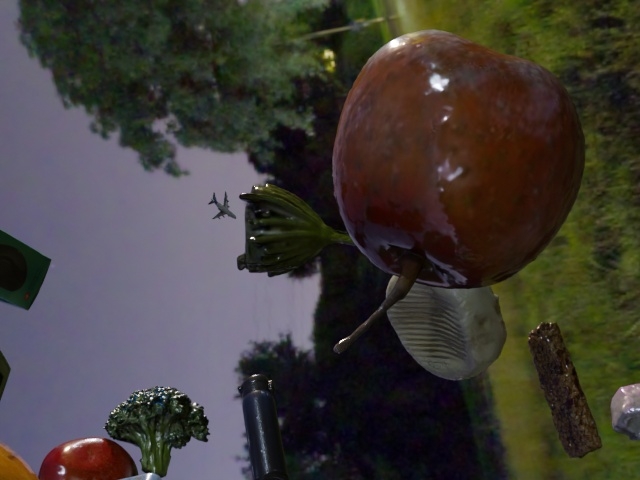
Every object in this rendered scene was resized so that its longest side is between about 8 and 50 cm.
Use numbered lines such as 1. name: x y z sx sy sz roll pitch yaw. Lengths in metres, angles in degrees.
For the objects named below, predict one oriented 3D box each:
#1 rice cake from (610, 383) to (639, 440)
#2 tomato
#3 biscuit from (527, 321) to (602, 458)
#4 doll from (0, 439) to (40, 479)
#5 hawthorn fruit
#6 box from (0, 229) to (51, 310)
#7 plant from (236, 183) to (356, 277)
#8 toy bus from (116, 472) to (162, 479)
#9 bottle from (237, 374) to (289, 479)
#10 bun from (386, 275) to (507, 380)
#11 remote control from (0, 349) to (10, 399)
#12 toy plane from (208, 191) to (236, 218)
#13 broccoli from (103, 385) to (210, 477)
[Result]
1. rice cake: 0.567 0.191 0.981 0.073 0.364 0.056 -70 -42 -64
2. tomato: -0.412 0.423 1.274 0.151 0.187 0.187 59 177 18
3. biscuit: 0.360 0.220 1.108 0.064 0.034 0.199 121 139 -56
4. doll: -0.381 0.295 0.708 0.236 0.213 0.213 -57 -23 -22
5. hawthorn fruit: 0.127 -0.061 0.702 0.231 0.235 0.263 -103 16 -69
6. box: -0.670 0.017 1.355 0.311 0.205 0.118 62 -137 -67
7. plant: 0.002 -0.035 1.393 0.251 0.333 0.180 -20 -80 -76
8. toy bus: -0.177 0.285 0.540 0.234 0.133 0.116 -85 -19 -73
9. bottle: -0.118 0.392 1.547 0.072 0.082 0.244 73 180 -47
10. bun: 0.221 0.122 1.256 0.231 0.133 0.231 31 133 39
11. remote control: -0.749 0.350 1.590 0.344 0.050 0.145 -101 -3 -54
12. toy plane: -0.226 -0.075 1.719 0.084 0.024 0.078 47 -126 -39
13. broccoli: -0.288 0.338 1.310 0.167 0.154 0.160 25 -128 -31
